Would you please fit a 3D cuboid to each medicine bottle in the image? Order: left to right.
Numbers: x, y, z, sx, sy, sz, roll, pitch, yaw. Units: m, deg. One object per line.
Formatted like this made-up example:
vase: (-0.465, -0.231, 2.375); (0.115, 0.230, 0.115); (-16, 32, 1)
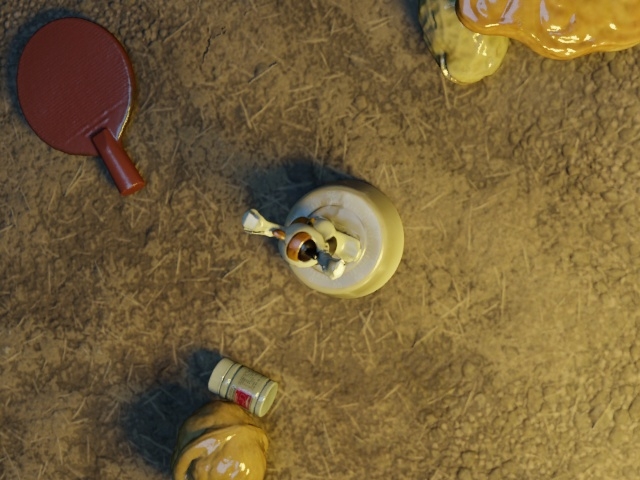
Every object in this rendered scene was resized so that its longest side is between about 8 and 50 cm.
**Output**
medicine bottle: (-0.116, 0.219, 1.568); (0.091, 0.058, 0.058); (24, 98, 15)

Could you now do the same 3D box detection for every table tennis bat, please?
table tennis bat: (-0.368, -0.210, 1.649); (0.200, 0.038, 0.310); (-33, 81, 15)

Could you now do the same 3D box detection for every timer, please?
timer: (0.000, 0.000, 1.421); (0.175, 0.266, 0.175); (0, 91, 17)

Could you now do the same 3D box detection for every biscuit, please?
biscuit: (0.328, -0.421, 1.348); (0.385, 0.062, 0.365); (-9, 89, -6)

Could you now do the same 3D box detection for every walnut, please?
walnut: (-0.145, 0.320, 1.536); (0.166, 0.149, 0.167); (-4, 85, 53)

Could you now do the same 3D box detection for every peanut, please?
peanut: (0.195, -0.359, 1.433); (0.130, 0.130, 0.290); (1, 94, 17)
